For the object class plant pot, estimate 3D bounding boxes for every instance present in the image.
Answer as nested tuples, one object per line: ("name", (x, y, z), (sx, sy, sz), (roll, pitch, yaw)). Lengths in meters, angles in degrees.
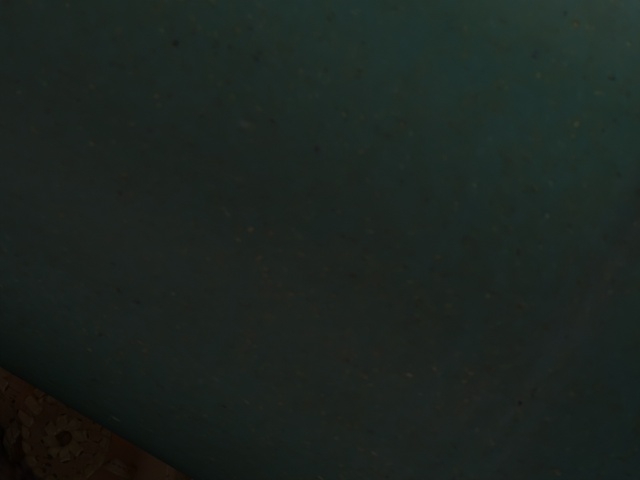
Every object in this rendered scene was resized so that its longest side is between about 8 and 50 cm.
("plant pot", (-0.018, -0.068, 0.633), (0.334, 0.341, 0.341), (27, 22, -17))

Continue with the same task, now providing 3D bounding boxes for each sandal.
("sandal", (-0.121, 0.053, 0.804), (0.079, 0.088, 0.240), (23, 21, -25))
